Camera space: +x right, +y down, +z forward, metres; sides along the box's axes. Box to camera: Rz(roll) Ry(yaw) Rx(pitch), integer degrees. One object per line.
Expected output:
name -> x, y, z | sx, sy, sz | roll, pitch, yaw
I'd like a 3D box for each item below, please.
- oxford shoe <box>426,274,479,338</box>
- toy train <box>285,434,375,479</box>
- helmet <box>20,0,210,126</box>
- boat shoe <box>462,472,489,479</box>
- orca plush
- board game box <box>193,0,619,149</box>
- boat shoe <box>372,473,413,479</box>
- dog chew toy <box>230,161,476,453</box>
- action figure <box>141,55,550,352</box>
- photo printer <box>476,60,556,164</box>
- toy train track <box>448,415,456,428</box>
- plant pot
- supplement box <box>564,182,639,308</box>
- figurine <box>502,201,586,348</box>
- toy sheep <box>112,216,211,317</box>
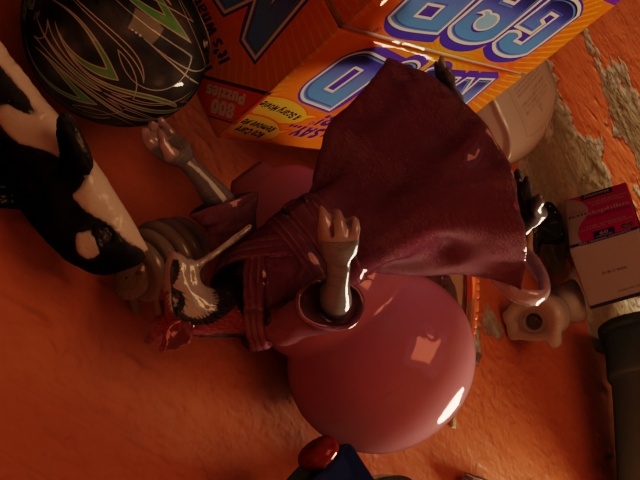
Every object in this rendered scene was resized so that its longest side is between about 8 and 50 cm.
oxford shoe -> 0.103, -0.004, 1.399 | 0.132, 0.130, 0.364 | -7, 80, -28
toy train -> -0.060, 0.293, 1.023 | 0.105, 0.143, 0.248 | 57, 43, -7
helmet -> -0.189, -0.186, 1.028 | 0.169, 0.169, 0.162 | 2, 58, -52
boat shoe -> 0.214, 0.331, 1.453 | 0.100, 0.035, 0.035 | 28, 81, -48
orca plush -> -0.267, -0.079, 0.935 | 0.102, 0.151, 0.287 | -36, 111, -20
board game box -> 0.054, -0.338, 1.173 | 0.356, 0.356, 0.357 | 1, 58, -52
boat shoe -> 0.047, 0.342, 1.167 | 0.319, 0.099, 0.116 | -29, 99, -54
dog chew toy -> 0.018, 0.062, 1.176 | 0.332, 0.206, 0.206 | 55, 39, -10
action figure -> 0.000, 0.000, 1.023 | 0.248, 0.370, 0.276 | 49, -11, 42
photo printer -> 0.248, -0.271, 1.683 | 0.308, 0.107, 0.256 | 62, 37, -15
toy train track -> 0.173, 0.206, 1.465 | 0.048, 0.014, 0.083 | 31, 58, -51
plant pot -> 0.608, 0.312, 1.752 | 0.341, 0.341, 0.334 | 25, 64, -45
supplement box -> 0.465, 0.004, 1.790 | 0.220, 0.111, 0.114 | -65, 135, -67
figurine -> 0.343, 0.047, 1.700 | 0.209, 0.092, 0.215 | -14, 88, -58
toy sheep -> -0.147, 0.021, 1.062 | 0.132, 0.091, 0.091 | -34, 103, -47
